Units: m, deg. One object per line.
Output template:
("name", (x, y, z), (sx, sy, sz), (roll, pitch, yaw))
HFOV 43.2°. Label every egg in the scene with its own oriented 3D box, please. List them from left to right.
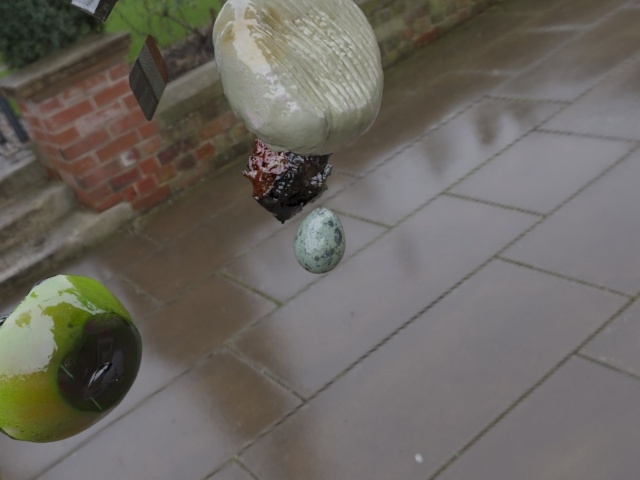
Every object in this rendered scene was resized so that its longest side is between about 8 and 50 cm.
("egg", (0.000, 0.000, 2.047), (0.132, 0.172, 0.132), (11, -6, 1))

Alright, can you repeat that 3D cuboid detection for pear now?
("pear", (-0.547, 0.274, 1.804), (0.165, 0.399, 0.399), (6, 37, 37))

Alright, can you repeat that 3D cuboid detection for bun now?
("bun", (-0.049, -0.325, 1.551), (0.219, 0.365, 0.365), (-30, 12, 49))

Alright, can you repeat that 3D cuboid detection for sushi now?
("sushi", (-0.076, -0.219, 2.154), (0.196, 0.182, 0.343), (-20, 38, 25))

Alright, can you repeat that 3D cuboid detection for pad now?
("pad", (-0.465, -0.437, 2.461), (0.055, 0.323, 0.250), (-19, 41, 28))

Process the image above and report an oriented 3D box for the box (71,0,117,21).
("box", (-0.514, -0.543, 1.831), (0.084, 0.063, 0.060), (29, 6, 20))
